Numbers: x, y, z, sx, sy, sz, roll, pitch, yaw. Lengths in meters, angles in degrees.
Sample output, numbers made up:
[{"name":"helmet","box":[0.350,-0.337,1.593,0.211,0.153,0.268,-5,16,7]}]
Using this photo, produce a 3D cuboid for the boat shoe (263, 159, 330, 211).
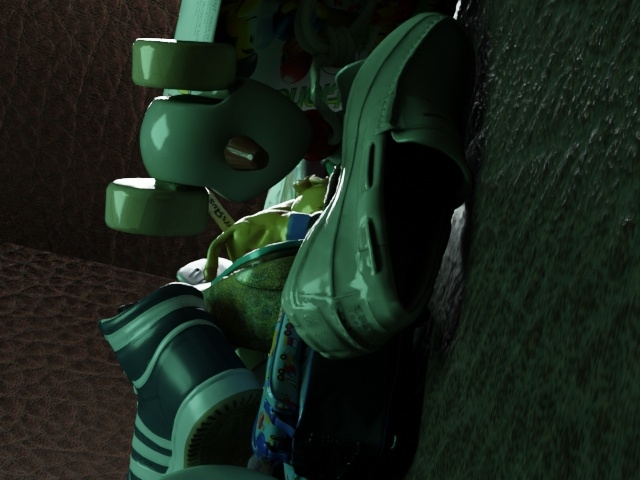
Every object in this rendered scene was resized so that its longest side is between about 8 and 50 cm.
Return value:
[{"name":"boat shoe","box":[0.001,-0.128,2.594,0.118,0.103,0.320,11,-84,-49]}]

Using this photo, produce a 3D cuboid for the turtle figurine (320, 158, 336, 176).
[{"name":"turtle figurine","box":[0.028,-0.140,2.098,0.234,0.118,0.175,142,135,-71]}]

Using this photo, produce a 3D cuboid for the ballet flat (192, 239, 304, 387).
[{"name":"ballet flat","box":[-0.072,0.080,1.603,0.348,0.123,0.123,156,128,-68]}]

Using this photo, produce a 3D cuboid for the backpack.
[{"name":"backpack","box":[0.010,0.131,1.389,0.173,0.117,0.158,103,178,-55]}]

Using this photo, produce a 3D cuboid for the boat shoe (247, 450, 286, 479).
[{"name":"boat shoe","box":[-0.022,0.222,1.662,0.340,0.127,0.158,125,165,-60]}]

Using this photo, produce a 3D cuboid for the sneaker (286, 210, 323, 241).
[{"name":"sneaker","box":[0.033,0.047,1.684,0.232,0.090,0.081,66,-150,-59]}]

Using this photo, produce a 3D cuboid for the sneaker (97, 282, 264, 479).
[{"name":"sneaker","box":[-0.135,0.148,1.533,0.153,0.099,0.282,56,146,22]}]

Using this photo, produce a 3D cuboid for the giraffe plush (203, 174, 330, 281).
[{"name":"giraffe plush","box":[0.000,0.000,1.821,0.170,0.210,0.181,-26,31,43]}]

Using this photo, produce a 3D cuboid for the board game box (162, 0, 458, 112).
[{"name":"board game box","box":[0.004,-0.205,1.567,0.053,0.305,0.193,34,122,37]}]

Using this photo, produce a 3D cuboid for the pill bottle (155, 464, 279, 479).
[{"name":"pill bottle","box":[-0.110,0.378,1.521,0.392,0.224,0.224,107,175,-47]}]

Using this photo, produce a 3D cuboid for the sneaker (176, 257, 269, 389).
[{"name":"sneaker","box":[-0.109,0.145,2.400,0.366,0.210,0.137,-84,7,-60]}]

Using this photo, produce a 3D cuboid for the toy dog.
[{"name":"toy dog","box":[-0.013,-0.082,1.425,0.161,0.334,0.220,19,126,47]}]

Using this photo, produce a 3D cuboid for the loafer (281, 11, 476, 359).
[{"name":"loafer","box":[0.070,-0.050,1.327,0.111,0.112,0.319,-15,45,40]}]
